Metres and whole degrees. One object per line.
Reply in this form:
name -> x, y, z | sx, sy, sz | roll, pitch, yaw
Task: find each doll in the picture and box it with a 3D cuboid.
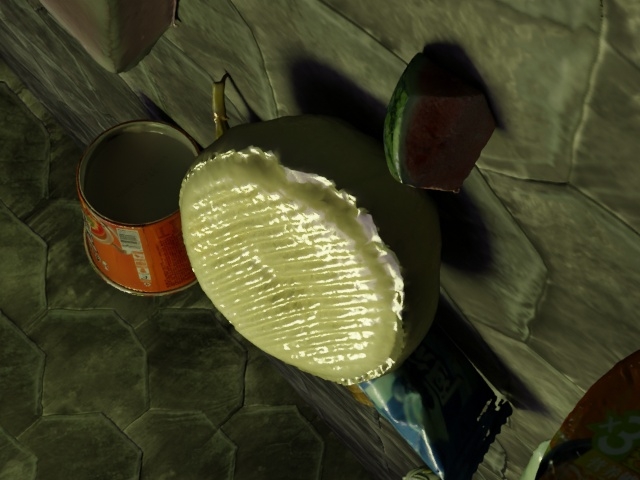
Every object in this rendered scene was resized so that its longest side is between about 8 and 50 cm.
doll -> 0.247, 0.538, 2.083 | 0.094, 0.079, 0.180 | 26, 168, -36

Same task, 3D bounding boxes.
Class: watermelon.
watermelon -> 0.077, -0.076, 0.650 | 0.072, 0.085, 0.092 | 26, -154, 0

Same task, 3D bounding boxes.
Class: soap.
soap -> -0.262, -0.317, 0.910 | 0.285, 0.107, 0.296 | 48, 169, -5

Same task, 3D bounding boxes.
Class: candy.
candy -> 0.083, 0.129, 1.088 | 0.331, 0.187, 0.077 | 50, 131, -5

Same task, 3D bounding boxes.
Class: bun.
bun -> 0.000, 0.000, 0.899 | 0.287, 0.146, 0.287 | 23, 135, 25

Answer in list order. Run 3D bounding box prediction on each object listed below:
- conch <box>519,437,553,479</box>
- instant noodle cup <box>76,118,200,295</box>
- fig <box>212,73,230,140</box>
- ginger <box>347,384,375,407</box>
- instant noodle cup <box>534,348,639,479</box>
conch -> 0.277, 0.265, 0.930 | 0.185, 0.121, 0.221 | 52, 161, -8
instant noodle cup -> -0.275, -0.060, 1.530 | 0.250, 0.250, 0.192 | 42, 160, 18
fig -> -0.089, -0.072, 1.115 | 0.159, 0.159, 0.257 | 32, 141, 50
ginger -> 0.053, 0.186, 1.556 | 0.334, 0.081, 0.148 | 51, 169, 6
instant noodle cup -> 0.256, 0.185, 0.548 | 0.230, 0.230, 0.182 | 36, 175, 40
